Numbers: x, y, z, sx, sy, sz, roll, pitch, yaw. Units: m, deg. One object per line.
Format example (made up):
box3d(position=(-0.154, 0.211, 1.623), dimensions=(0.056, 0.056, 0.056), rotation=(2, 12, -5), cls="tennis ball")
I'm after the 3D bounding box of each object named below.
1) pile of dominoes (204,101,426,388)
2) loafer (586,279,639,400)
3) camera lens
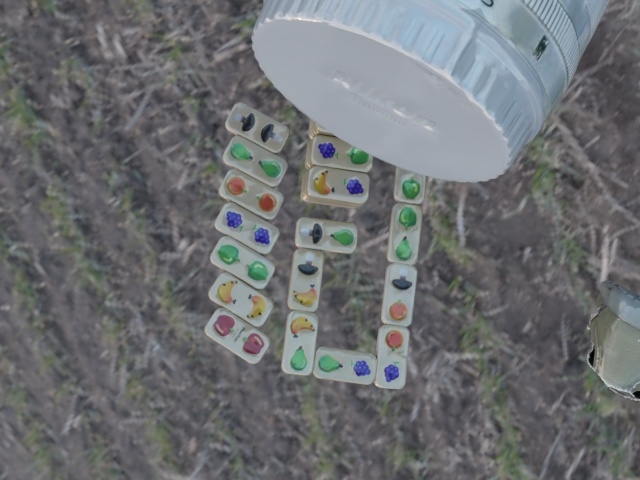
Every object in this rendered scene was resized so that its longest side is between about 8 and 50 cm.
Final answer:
box3d(position=(0.000, 0.000, 1.078), dimensions=(0.196, 0.251, 0.040), rotation=(8, 171, -11), cls="pile of dominoes")
box3d(position=(0.277, 0.092, 1.077), dimensions=(0.094, 0.251, 0.087), rotation=(30, 95, 17), cls="loafer")
box3d(position=(0.101, -0.208, 0.834), dimensions=(0.219, 0.274, 0.219), rotation=(26, 165, 7), cls="camera lens")
